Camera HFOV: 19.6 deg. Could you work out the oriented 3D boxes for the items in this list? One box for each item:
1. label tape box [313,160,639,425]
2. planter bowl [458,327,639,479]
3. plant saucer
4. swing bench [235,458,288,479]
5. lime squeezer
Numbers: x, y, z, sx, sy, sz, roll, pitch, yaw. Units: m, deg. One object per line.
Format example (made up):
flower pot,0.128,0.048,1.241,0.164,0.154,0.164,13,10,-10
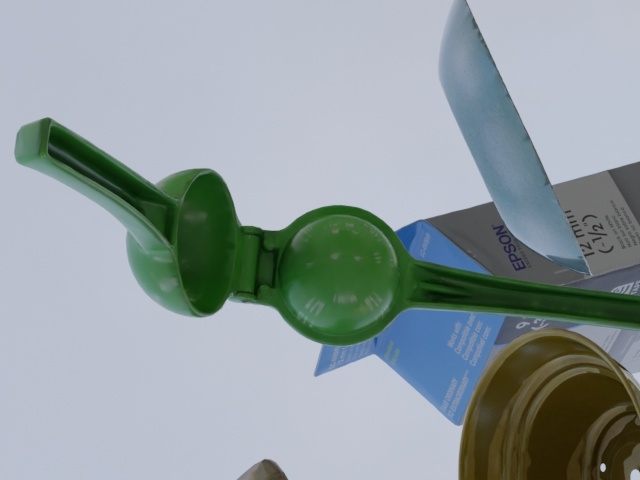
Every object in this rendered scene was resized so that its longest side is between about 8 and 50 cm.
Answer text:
label tape box,0.186,0.061,1.733,0.347,0.249,0.115,-16,-119,-20
planter bowl,0.199,0.171,1.338,0.090,0.217,0.217,2,-125,-33
plant saucer,0.111,-0.060,1.141,0.195,0.037,0.195,-24,-90,-84
swing bench,0.042,0.276,0.895,0.254,0.165,0.253,39,-176,-29
lime squeezer,0.000,0.000,0.704,0.310,0.110,0.059,16,-121,-37
